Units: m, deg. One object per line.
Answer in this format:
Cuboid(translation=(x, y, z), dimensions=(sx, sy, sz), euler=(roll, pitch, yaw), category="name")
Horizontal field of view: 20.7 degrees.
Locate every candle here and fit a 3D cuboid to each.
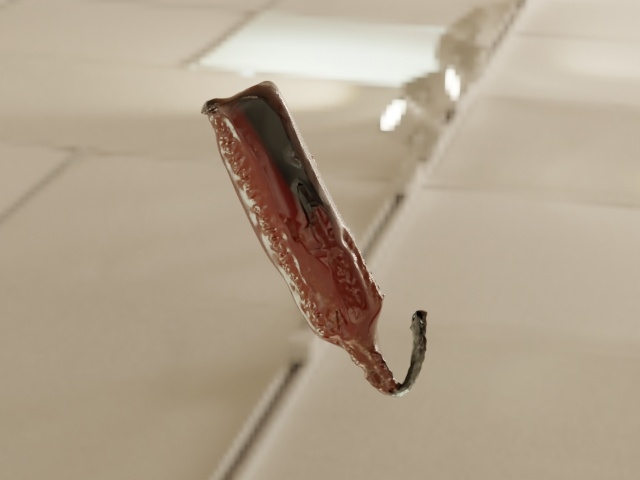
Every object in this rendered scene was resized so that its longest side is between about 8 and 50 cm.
Cuboid(translation=(0.000, 0.000, 0.812), dimensions=(0.048, 0.162, 0.053), euler=(-29, -177, -39), category="candle")
